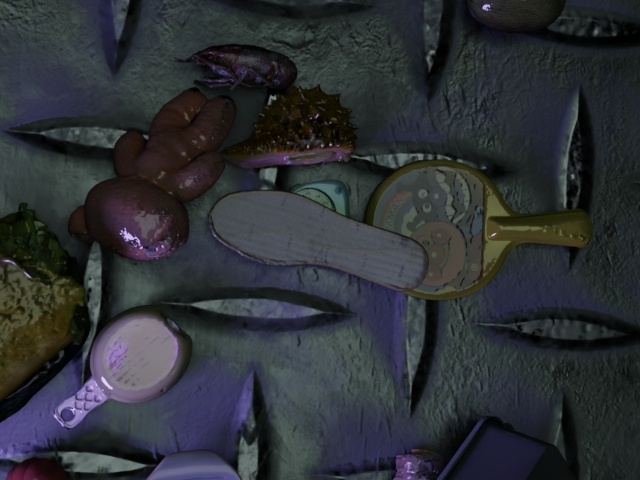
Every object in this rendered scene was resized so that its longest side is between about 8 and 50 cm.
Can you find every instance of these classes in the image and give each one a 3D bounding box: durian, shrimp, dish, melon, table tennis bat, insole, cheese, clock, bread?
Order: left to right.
[{"bbox_3d":[-0.505,0.139,1.638,0.376,0.208,0.251,-40,88,-5],"label":"bread"},{"bbox_3d":[-0.300,0.197,1.728,0.227,0.064,0.137,-40,89,-10],"label":"cheese"},{"bbox_3d":[-0.187,0.429,1.729,0.154,0.064,0.234,-3,88,-9],"label":"dish"},{"bbox_3d":[-0.131,-0.267,1.785,0.190,0.075,0.073,3,109,-15],"label":"shrimp"},{"bbox_3d":[-0.048,-0.161,1.776,0.224,0.078,0.140,-19,100,-9],"label":"durian"},{"bbox_3d":[-0.022,-0.042,1.799,0.135,0.041,0.101,-3,88,-8],"label":"clock"},{"bbox_3d":[0.000,0.000,1.773,0.348,0.009,0.119,17,85,-8],"label":"insole"},{"bbox_3d":[0.252,-0.017,1.835,0.369,0.054,0.224,1,87,-5],"label":"table tennis bat"},{"bbox_3d":[0.315,-0.384,1.838,0.167,0.114,0.114,-1,86,-10],"label":"melon"}]

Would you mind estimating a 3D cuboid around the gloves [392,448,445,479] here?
[{"bbox_3d":[0.153,0.392,1.775,0.110,0.094,0.144,-11,80,-21],"label":"gloves"}]

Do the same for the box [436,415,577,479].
[{"bbox_3d":[0.268,0.395,1.719,0.243,0.135,0.163,-48,122,-25],"label":"box"}]

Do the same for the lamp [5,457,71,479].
[{"bbox_3d":[-0.410,0.368,1.685,0.108,0.092,0.107,5,108,17],"label":"lamp"}]

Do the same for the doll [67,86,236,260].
[{"bbox_3d":[-0.223,-0.088,1.740,0.201,0.156,0.303,16,59,32],"label":"doll"}]
